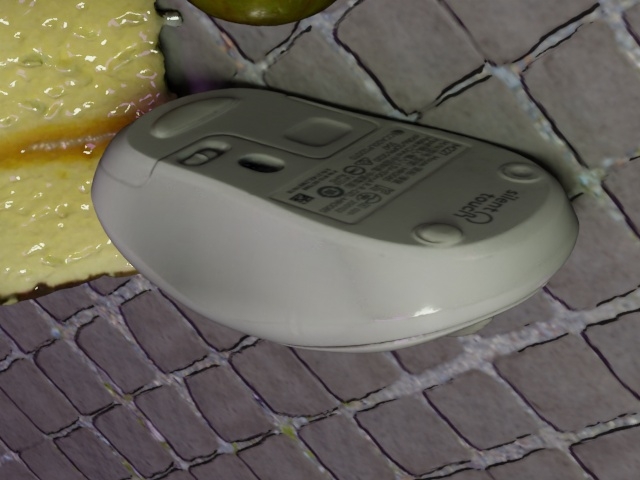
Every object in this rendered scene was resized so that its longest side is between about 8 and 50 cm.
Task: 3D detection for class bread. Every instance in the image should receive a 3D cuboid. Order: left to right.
[{"bbox_3d":[-0.191,-0.082,0.966,0.142,0.178,0.266,48,152,48],"label":"bread"}]

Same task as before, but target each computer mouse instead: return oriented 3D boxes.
[{"bbox_3d":[0.000,0.000,0.818,0.297,0.184,0.121,18,119,25],"label":"computer mouse"}]

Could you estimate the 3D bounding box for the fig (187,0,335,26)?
[{"bbox_3d":[-0.033,-0.231,0.714,0.124,0.124,0.236,6,107,35],"label":"fig"}]
